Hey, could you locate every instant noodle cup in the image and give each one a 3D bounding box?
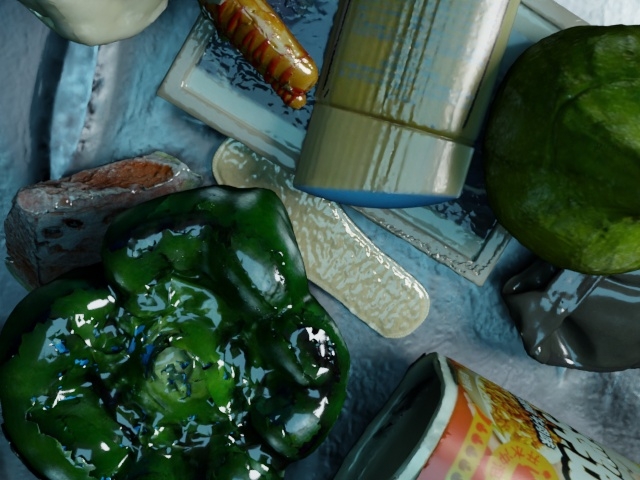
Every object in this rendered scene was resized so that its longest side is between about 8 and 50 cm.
[{"bbox_3d":[0.170,0.266,0.703,0.307,0.294,0.294,35,99,-2],"label":"instant noodle cup"}]

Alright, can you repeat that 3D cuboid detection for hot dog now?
[{"bbox_3d":[-0.056,-0.167,0.667,0.038,0.062,0.144,-43,101,-18],"label":"hot dog"}]

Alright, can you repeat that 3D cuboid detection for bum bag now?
[{"bbox_3d":[0.321,0.059,0.750,0.326,0.080,0.142,7,109,-7],"label":"bum bag"}]

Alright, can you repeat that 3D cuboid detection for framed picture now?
[{"bbox_3d":[0.063,-0.146,0.717,0.335,0.022,0.247,31,96,-7],"label":"framed picture"}]

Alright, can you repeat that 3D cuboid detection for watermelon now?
[{"bbox_3d":[-0.200,-0.029,0.691,0.187,0.139,0.071,-36,71,6],"label":"watermelon"}]

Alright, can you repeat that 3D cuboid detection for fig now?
[{"bbox_3d":[0.221,-0.070,0.606,0.203,0.235,0.203,0,94,3],"label":"fig"}]

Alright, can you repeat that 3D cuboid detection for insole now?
[{"bbox_3d":[0.000,0.000,0.755,0.248,0.011,0.081,41,97,-10],"label":"insole"}]

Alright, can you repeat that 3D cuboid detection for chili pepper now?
[{"bbox_3d":[-0.104,0.087,0.649,0.248,0.257,0.233,-31,96,3],"label":"chili pepper"}]

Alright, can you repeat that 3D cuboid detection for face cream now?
[{"bbox_3d":[0.077,-0.159,0.666,0.139,0.067,0.285,17,97,11],"label":"face cream"}]

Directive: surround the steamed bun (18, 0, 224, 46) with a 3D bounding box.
[{"bbox_3d":[-0.114,-0.310,0.532,0.339,0.247,0.352,-26,79,6],"label":"steamed bun"}]
